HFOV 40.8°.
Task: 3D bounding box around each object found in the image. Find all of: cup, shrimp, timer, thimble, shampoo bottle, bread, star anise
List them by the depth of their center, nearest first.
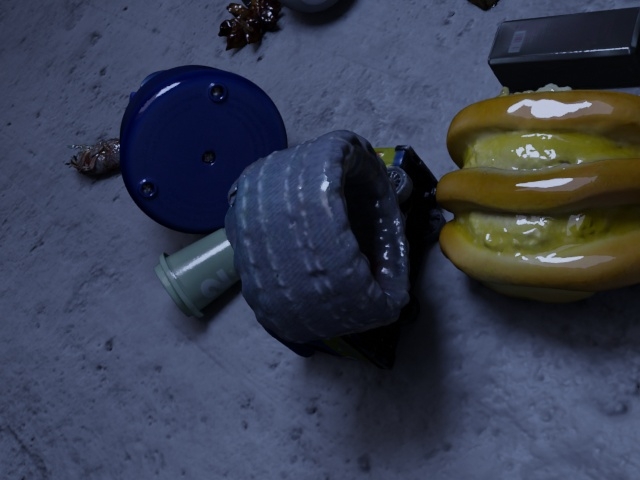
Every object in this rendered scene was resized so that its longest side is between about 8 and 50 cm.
[{"bbox_3d":[0.000,0.000,1.016,0.172,0.205,0.236,-19,84,27],"label":"thimble"},{"bbox_3d":[0.275,-0.059,1.031,0.315,0.211,0.270,5,65,41],"label":"bread"},{"bbox_3d":[0.362,-0.263,1.192,0.246,0.079,0.080,4,66,38],"label":"shampoo bottle"},{"bbox_3d":[-0.179,0.045,1.364,0.141,0.120,0.120,-33,46,-5],"label":"cup"},{"bbox_3d":[-0.239,-0.202,1.495,0.270,0.270,0.383,-45,32,2],"label":"timer"},{"bbox_3d":[-0.133,-0.436,1.682,0.167,0.057,0.168,-24,41,22],"label":"star anise"},{"bbox_3d":[-0.455,-0.165,1.725,0.190,0.074,0.073,-8,89,44],"label":"shrimp"}]

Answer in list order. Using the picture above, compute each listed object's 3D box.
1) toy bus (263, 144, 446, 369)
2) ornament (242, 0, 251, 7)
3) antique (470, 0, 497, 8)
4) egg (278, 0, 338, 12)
[{"bbox_3d":[0.050,0.020,1.188,0.175,0.138,0.288,4,64,36],"label":"toy bus"},{"bbox_3d":[-0.175,-0.604,1.726,0.166,0.196,0.153,-42,45,7],"label":"ornament"},{"bbox_3d":[0.211,-0.500,1.454,0.093,0.087,0.310,-42,45,4],"label":"antique"},{"bbox_3d":[-0.026,-0.518,1.573,0.176,0.176,0.232,-28,43,18],"label":"egg"}]
